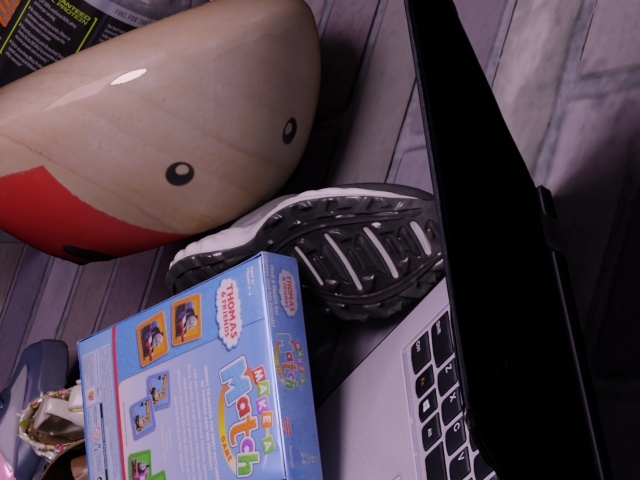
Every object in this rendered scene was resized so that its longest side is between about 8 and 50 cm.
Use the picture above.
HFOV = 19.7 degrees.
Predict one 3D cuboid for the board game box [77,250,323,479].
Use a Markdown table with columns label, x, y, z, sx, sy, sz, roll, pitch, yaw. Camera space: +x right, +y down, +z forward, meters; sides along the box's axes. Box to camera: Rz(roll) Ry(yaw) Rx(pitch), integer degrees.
| label | x | y | z | sx | sy | sz | roll | pitch | yaw |
| --- | --- | --- | --- | --- | --- | --- | --- | --- | --- |
| board game box | -0.090 | 0.117 | 1.289 | 0.211 | 0.039 | 0.160 | -26 | 63 | 42 |

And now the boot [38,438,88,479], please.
| label | x | y | z | sx | sy | sz | roll | pitch | yaw |
| --- | --- | --- | --- | --- | --- | --- | --- | --- | --- |
| boot | -0.123 | 0.174 | 1.396 | 0.305 | 0.115 | 0.112 | -48 | 28 | 31 |

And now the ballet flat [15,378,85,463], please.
| label | x | y | z | sx | sy | sz | roll | pitch | yaw |
| --- | --- | --- | --- | --- | --- | --- | --- | --- | --- |
| ballet flat | -0.196 | 0.154 | 1.594 | 0.241 | 0.077 | 0.091 | -28 | 44 | 53 |

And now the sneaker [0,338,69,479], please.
| label | x | y | z | sx | sy | sz | roll | pitch | yaw |
| --- | --- | --- | --- | --- | --- | --- | --- | --- | --- |
| sneaker | -0.337 | 0.230 | 1.730 | 0.112 | 0.131 | 0.319 | 171 | 120 | -75 |

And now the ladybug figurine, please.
| label | x | y | z | sx | sy | sz | roll | pitch | yaw |
| --- | --- | --- | --- | --- | --- | --- | --- | --- | --- |
| ladybug figurine | -0.146 | -0.082 | 1.507 | 0.162 | 0.305 | 0.449 | 68 | 160 | -6 |

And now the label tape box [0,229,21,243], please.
| label | x | y | z | sx | sy | sz | roll | pitch | yaw |
| --- | --- | --- | --- | --- | --- | --- | --- | --- | --- |
| label tape box | -0.441 | -0.110 | 1.901 | 0.241 | 0.333 | 0.106 | 49 | 118 | 26 |

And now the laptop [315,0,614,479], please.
| label | x | y | z | sx | sy | sz | roll | pitch | yaw |
| --- | --- | --- | --- | --- | --- | --- | --- | --- | --- |
| laptop | 0.032 | 0.098 | 1.010 | 0.408 | 0.236 | 0.382 | -48 | 31 | 35 |

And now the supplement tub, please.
| label | x | y | z | sx | sy | sz | roll | pitch | yaw |
| --- | --- | --- | --- | --- | --- | --- | --- | --- | --- |
| supplement tub | -0.236 | -0.212 | 1.830 | 0.316 | 0.193 | 0.194 | -54 | 29 | 25 |

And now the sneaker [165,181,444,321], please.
| label | x | y | z | sx | sy | sz | roll | pitch | yaw |
| --- | --- | --- | --- | --- | --- | --- | --- | --- | --- |
| sneaker | 0.000 | 0.000 | 1.318 | 0.271 | 0.100 | 0.108 | -14 | 23 | 48 |
